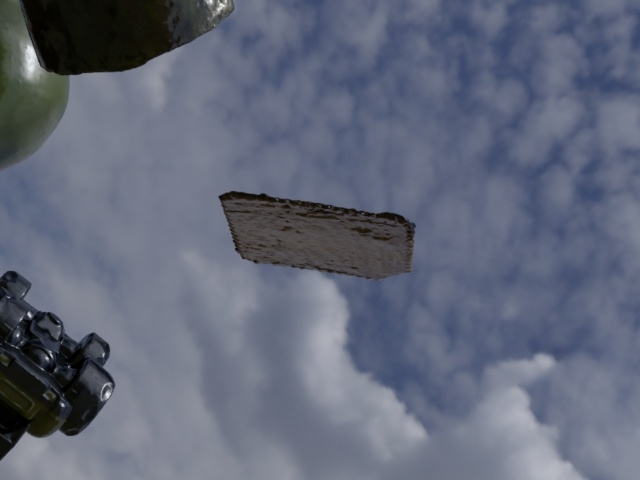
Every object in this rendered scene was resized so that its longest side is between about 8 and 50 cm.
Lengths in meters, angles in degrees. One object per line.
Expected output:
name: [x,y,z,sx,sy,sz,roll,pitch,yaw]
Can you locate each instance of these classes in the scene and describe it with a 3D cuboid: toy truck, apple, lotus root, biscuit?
toy truck: [-0.306,0.139,1.170,0.147,0.165,0.224,41,1,-13]
apple: [-0.607,-0.277,2.085,0.357,0.357,0.357,21,-58,38]
lotus root: [-0.225,-0.260,1.311,0.235,0.138,0.119,-10,-57,16]
biscuit: [0.000,0.000,1.468,0.232,0.013,0.237,8,-19,6]
